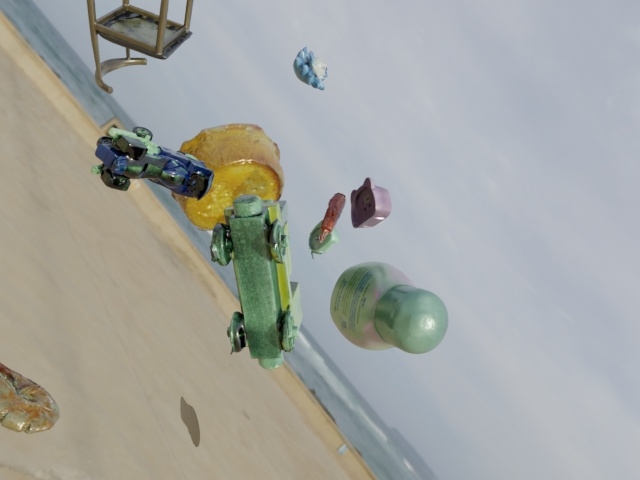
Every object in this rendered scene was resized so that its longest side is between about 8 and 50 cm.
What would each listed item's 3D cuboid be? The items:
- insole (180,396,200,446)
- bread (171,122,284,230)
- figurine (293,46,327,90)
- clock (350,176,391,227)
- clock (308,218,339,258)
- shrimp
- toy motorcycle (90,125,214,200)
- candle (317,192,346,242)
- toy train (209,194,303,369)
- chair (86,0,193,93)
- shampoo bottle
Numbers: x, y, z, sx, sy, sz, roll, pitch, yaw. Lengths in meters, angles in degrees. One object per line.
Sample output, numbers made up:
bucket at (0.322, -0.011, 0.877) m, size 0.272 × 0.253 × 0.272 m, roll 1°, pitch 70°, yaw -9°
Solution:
insole at (-0.416, 0.569, 1.651) m, size 0.322 × 0.007 × 0.109 m, roll 177°, pitch -86°, yaw -66°
bread at (-0.298, -0.211, 1.720) m, size 0.215 × 0.399 × 0.398 m, roll 63°, pitch 0°, yaw 32°
figurine at (-0.028, -0.433, 1.297) m, size 0.114 × 0.079 × 0.114 m, roll 34°, pitch 50°, yaw -53°
clock at (0.130, -0.097, 1.368) m, size 0.153 × 0.050 × 0.109 m, roll 142°, pitch -55°, yaw -64°
clock at (0.000, 0.000, 1.731) m, size 0.041 × 0.135 × 0.101 m, roll 18°, pitch 40°, yaw -39°
shrimp at (-0.697, 0.320, 1.148) m, size 0.294 × 0.062 × 0.154 m, roll 40°, pitch 7°, yaw 13°
toy motorcycle at (-0.394, -0.183, 1.293) m, size 0.196 × 0.125 × 0.331 m, roll 42°, pitch 20°, yaw 27°
candle at (0.025, -0.062, 1.457) m, size 0.048 × 0.162 × 0.053 m, roll -1°, pitch -36°, yaw 41°
toy train at (-0.127, 0.077, 1.161) m, size 0.253 × 0.160 × 0.396 m, roll -74°, pitch 159°, yaw -69°
chair at (-0.363, -0.433, 1.053) m, size 0.167 × 0.272 × 0.188 m, roll 18°, pitch 39°, yaw -5°
shampoo bottle at (0.163, 0.167, 1.243) m, size 0.151 × 0.221 × 0.350 m, roll 21°, pitch -5°, yaw -24°
